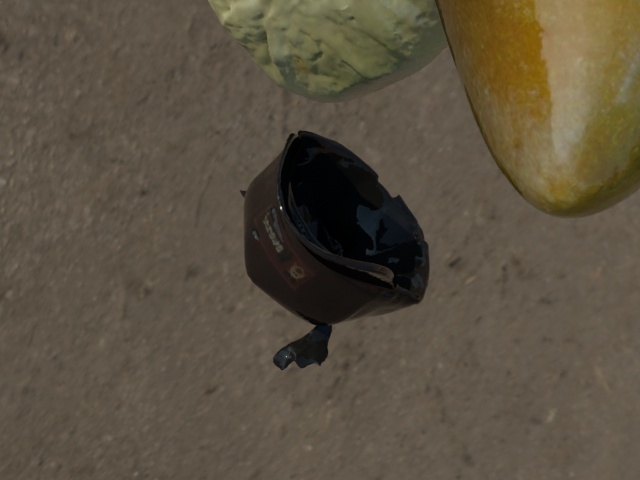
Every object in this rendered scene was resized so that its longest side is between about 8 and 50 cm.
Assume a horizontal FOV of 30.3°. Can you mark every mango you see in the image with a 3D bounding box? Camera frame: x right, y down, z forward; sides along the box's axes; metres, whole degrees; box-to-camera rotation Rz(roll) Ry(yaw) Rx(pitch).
[{"bbox_3d":[0.159,-0.196,0.758,0.198,0.221,0.384,0,71,-6],"label":"mango"}]

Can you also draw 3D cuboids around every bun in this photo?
[{"bbox_3d":[0.007,-0.322,1.328,0.213,0.361,0.361,-24,78,-52],"label":"bun"}]

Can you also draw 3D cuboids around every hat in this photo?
[{"bbox_3d":[-0.026,0.013,1.330,0.238,0.209,0.336,59,16,10],"label":"hat"}]
